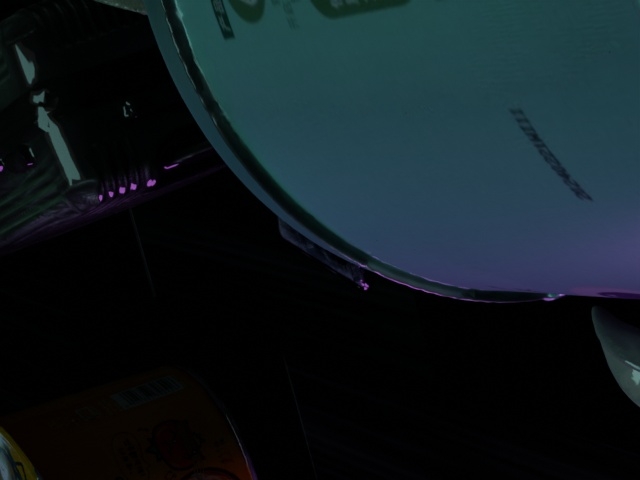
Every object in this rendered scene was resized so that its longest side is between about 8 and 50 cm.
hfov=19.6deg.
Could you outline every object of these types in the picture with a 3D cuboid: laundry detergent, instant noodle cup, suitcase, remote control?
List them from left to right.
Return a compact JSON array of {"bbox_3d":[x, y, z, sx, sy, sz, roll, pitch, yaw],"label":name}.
[{"bbox_3d":[-0.136,-0.083,1.155,0.312,0.202,0.128,-17,96,64],"label":"suitcase"},{"bbox_3d":[-0.157,0.202,1.441,0.216,0.172,0.215,42,144,40],"label":"instant noodle cup"},{"bbox_3d":[0.000,0.000,1.176,0.096,0.014,0.039,34,138,46],"label":"remote control"},{"bbox_3d":[0.105,-0.120,0.588,0.305,0.287,0.287,2,111,61],"label":"laundry detergent"}]

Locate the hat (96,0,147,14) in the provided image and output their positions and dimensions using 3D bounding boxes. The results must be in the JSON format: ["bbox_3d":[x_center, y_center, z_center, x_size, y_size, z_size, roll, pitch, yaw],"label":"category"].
[{"bbox_3d":[-0.066,-0.251,0.998,0.164,0.226,0.219,35,139,-25],"label":"hat"}]

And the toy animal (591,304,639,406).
[{"bbox_3d":[0.204,0.058,0.789,0.181,0.131,0.127,129,148,-52],"label":"toy animal"}]
